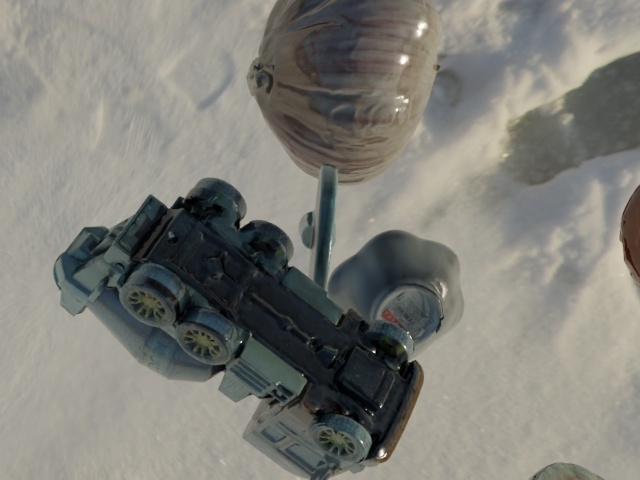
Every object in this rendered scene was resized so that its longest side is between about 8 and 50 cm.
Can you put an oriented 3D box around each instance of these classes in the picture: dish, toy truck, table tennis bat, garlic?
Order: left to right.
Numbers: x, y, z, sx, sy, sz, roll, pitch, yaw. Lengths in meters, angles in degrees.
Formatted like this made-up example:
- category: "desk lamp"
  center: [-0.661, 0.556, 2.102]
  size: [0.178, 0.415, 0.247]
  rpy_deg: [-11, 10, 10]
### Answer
- category: "toy truck"
  center: [-0.063, 0.068, 0.828]
  size: [0.256, 0.140, 0.108]
  rpy_deg: [38, 50, -11]
- category: "table tennis bat"
  center: [0.000, 0.000, 1.130]
  size: [0.040, 0.244, 0.153]
  rpy_deg: [6, 97, -3]
- category: "garlic"
  center: [0.027, -0.241, 1.639]
  size: [0.259, 0.317, 0.318]
  rpy_deg: [-8, 89, -13]
- category: "dish"
  center: [0.123, 0.101, 1.760]
  size: [0.229, 0.081, 0.229]
  rpy_deg: [-5, 115, -10]

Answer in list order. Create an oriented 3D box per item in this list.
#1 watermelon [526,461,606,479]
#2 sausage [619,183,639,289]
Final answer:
- category: "watermelon"
  center: [0.252, 0.364, 1.181]
  size: [0.226, 0.318, 0.148]
  rpy_deg: [44, 114, 7]
- category: "sausage"
  center: [0.272, -0.045, 0.562]
  size: [0.089, 0.300, 0.083]
  rpy_deg: [15, 56, -36]
